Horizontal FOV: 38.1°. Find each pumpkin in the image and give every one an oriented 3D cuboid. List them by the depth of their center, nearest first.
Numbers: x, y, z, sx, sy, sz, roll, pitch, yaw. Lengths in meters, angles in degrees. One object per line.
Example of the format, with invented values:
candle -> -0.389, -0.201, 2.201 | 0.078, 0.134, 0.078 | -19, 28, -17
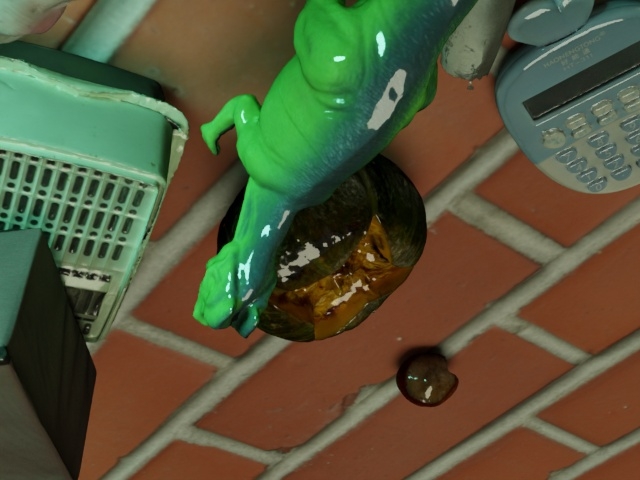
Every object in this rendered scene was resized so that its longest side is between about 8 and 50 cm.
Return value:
pumpkin -> -0.002, -0.001, 0.993 | 0.238, 0.159, 0.238 | -20, 141, -17

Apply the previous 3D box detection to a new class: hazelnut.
hazelnut -> 0.147, 0.193, 1.280 | 0.086, 0.086, 0.086 | -3, 136, -3

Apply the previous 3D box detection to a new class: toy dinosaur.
toy dinosaur -> 0.045, -0.106, 0.708 | 0.144, 0.374, 0.500 | 22, 166, -28

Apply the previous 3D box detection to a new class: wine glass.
wine glass -> 0.153, -0.253, 0.819 | 0.074, 0.074, 0.262 | 1, 136, -7

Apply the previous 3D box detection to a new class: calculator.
calculator -> 0.285, -0.150, 0.960 | 0.188, 0.042, 0.302 | -26, 133, 20

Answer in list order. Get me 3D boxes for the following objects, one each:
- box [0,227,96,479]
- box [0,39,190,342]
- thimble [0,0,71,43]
box -> -0.323, 0.124, 0.851 | 0.188, 0.153, 0.252 | -5, 139, 1
box -> -0.267, -0.042, 0.914 | 0.221, 0.166, 0.290 | 14, 133, -20
thimble -> -0.185, -0.229, 0.525 | 0.149, 0.185, 0.211 | 39, 86, -39
